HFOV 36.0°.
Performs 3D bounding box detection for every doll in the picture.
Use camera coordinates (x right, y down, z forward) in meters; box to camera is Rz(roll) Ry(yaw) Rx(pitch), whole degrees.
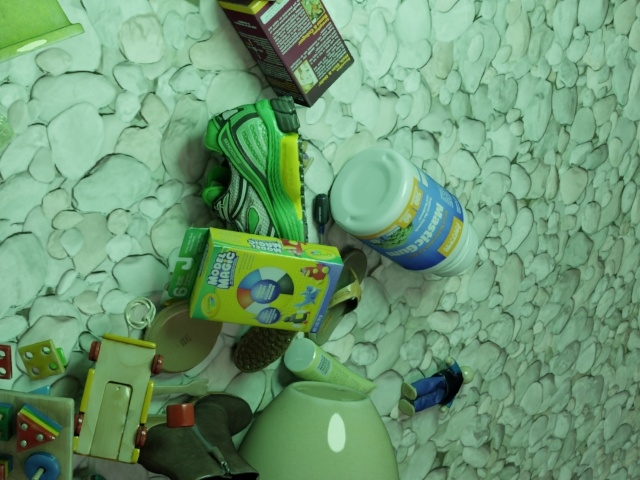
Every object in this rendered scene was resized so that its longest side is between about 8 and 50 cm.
[{"bbox_3d":[0.237,0.284,1.936,0.189,0.046,0.129,-12,117,-40],"label":"doll"}]

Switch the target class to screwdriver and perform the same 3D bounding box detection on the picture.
[{"bbox_3d":[0.000,0.000,1.603,0.025,0.024,0.169,-3,121,-12],"label":"screwdriver"}]

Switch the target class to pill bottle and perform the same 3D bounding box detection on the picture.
[{"bbox_3d":[0.151,-0.034,1.631,0.272,0.152,0.152,31,86,-46],"label":"pill bottle"}]

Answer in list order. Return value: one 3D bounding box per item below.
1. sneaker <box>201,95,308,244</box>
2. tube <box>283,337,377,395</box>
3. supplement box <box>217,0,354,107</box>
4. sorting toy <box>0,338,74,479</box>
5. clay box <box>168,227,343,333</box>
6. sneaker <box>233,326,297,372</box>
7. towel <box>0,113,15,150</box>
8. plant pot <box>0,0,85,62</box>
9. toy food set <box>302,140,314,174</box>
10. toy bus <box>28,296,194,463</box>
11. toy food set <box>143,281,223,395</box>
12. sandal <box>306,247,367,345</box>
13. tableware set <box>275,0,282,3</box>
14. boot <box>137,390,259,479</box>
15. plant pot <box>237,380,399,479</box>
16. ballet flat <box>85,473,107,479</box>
[{"bbox_3d":[-0.095,-0.053,1.432,0.146,0.134,0.343,-6,126,-3],"label":"sneaker"},{"bbox_3d":[0.018,0.243,1.704,0.240,0.070,0.062,45,37,-48],"label":"tube"},{"bbox_3d":[-0.045,-0.291,1.377,0.104,0.081,0.188,-49,134,-16],"label":"supplement box"},{"bbox_3d":[-0.388,0.254,1.261,0.046,0.132,0.274,-73,170,-71],"label":"sorting toy"},{"bbox_3d":[-0.093,0.057,1.385,0.222,0.053,0.127,8,121,-21],"label":"clay box"},{"bbox_3d":[-0.058,0.129,1.566,0.192,0.064,0.086,-49,179,13],"label":"sneaker"},{"bbox_3d":[-0.429,-0.126,1.122,0.110,0.027,0.148,-57,136,-9],"label":"towel"},{"bbox_3d":[-0.398,-0.273,0.927,0.276,0.276,0.253,-29,109,-32],"label":"plant pot"},{"bbox_3d":[-0.052,-0.129,1.489,0.122,0.019,0.078,38,80,-46],"label":"toy food set"},{"bbox_3d":[-0.281,0.211,1.358,0.202,0.104,0.191,-32,86,-20],"label":"toy bus"},{"bbox_3d":[-0.205,0.140,1.458,0.132,0.038,0.192,3,111,-37],"label":"toy food set"},{"bbox_3d":[0.037,0.101,1.657,0.072,0.049,0.180,28,88,-47],"label":"sandal"},{"bbox_3d":[-0.104,-0.388,1.269,0.169,0.020,0.141,10,86,-19],"label":"tableware set"},{"bbox_3d":[-0.154,0.308,1.452,0.249,0.207,0.090,-1,109,-44],"label":"boot"},{"bbox_3d":[0.000,0.333,1.575,0.284,0.284,0.190,4,96,-45],"label":"plant pot"},{"bbox_3d":[-0.300,0.440,1.467,0.077,0.091,0.241,-32,127,-2],"label":"ballet flat"}]
